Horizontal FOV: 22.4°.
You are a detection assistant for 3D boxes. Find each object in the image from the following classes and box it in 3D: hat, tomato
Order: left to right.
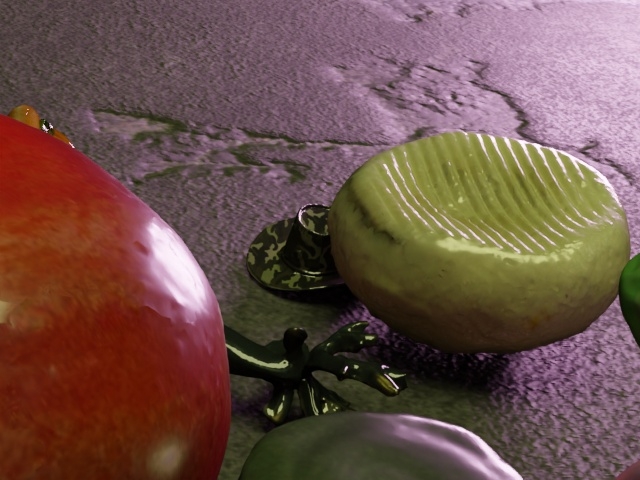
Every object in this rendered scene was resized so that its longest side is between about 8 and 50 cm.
[{"bbox_3d":[-0.206,0.086,0.750,0.325,0.293,0.289,24,14,38],"label":"tomato"},{"bbox_3d":[0.000,0.000,1.246,0.121,0.050,0.121,8,26,-4],"label":"hat"}]

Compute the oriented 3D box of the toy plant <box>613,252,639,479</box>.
[{"bbox_3d":[0.235,0.124,0.732,0.210,0.356,0.317,14,26,27],"label":"toy plant"}]

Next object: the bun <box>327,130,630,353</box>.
[{"bbox_3d":[0.113,0.014,1.177,0.222,0.128,0.222,-2,31,1],"label":"bun"}]

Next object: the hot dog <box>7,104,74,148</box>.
[{"bbox_3d":[-0.225,-0.032,1.217,0.100,0.068,0.249,4,26,-14],"label":"hot dog"}]

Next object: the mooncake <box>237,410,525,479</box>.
[{"bbox_3d":[0.036,0.168,0.851,0.175,0.104,0.168,19,24,14],"label":"mooncake"}]

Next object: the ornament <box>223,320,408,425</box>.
[{"bbox_3d":[-0.057,0.093,1.001,0.236,0.080,0.202,15,23,12],"label":"ornament"}]
